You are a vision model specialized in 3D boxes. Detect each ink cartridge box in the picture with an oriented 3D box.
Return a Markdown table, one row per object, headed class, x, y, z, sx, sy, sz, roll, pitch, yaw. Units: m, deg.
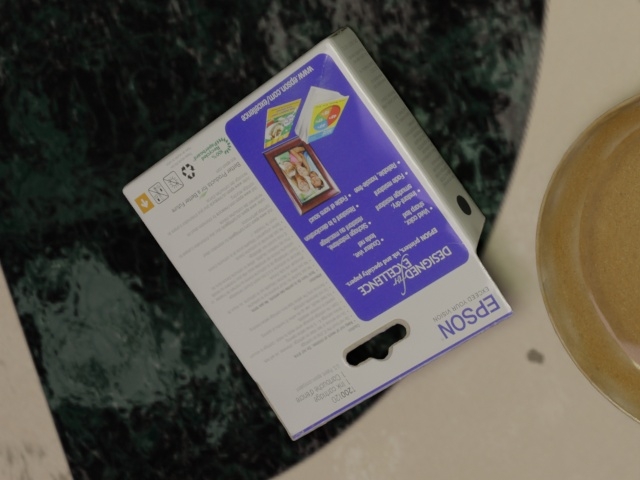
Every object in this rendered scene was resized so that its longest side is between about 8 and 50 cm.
| class | x | y | z | sx | sy | sz | roll | pitch | yaw |
| --- | --- | --- | --- | --- | --- | --- | --- | --- | --- |
| ink cartridge box | 0.000 | 0.000 | 1.149 | 0.206 | 0.045 | 0.208 | -33 | 92 | 35 |

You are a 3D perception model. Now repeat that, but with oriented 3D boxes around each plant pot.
| class | x | y | z | sx | sy | sz | roll | pitch | yaw |
| --- | --- | --- | --- | --- | --- | --- | --- | --- | --- |
| plant pot | 0.242 | 0.016 | 1.032 | 0.236 | 0.032 | 0.236 | 11 | 115 | 25 |
